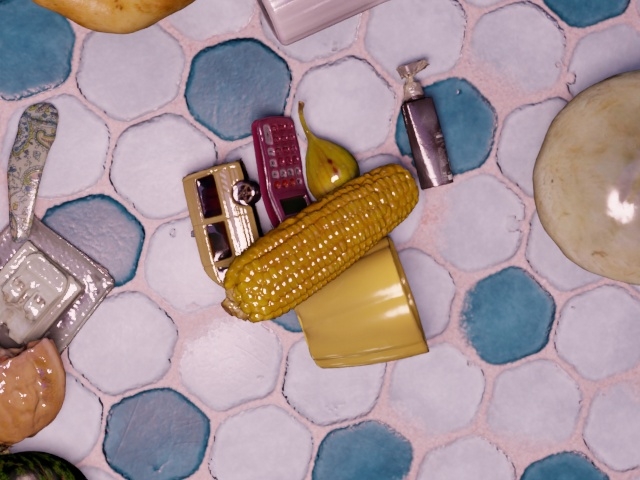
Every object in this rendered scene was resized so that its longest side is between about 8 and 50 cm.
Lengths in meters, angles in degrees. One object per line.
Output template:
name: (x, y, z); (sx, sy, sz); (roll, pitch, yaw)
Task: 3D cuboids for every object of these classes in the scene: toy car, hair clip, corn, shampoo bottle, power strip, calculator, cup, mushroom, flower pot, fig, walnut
toy car: (-0.137, 0.004, 1.633); (0.124, 0.101, 0.257); (-13, 93, 2)
hair clip: (-0.454, -0.109, 1.603); (0.066, 0.036, 0.229); (7, 81, 2)
corn: (0.000, 0.000, 1.553); (0.363, 0.120, 0.120); (-38, 96, -21)
shampoo bottle: (0.169, -0.189, 1.678); (0.063, 0.057, 0.208); (-15, 95, -5)
power strip: (-0.461, 0.086, 1.618); (0.198, 0.064, 0.213); (38, 89, -7)
calculator: (-0.060, -0.102, 1.632); (0.034, 0.126, 0.190); (-11, 92, 28)
cup: (-0.011, -0.425, 1.618); (0.202, 0.221, 0.167); (-27, 130, -2)
mushroom: (0.510, -0.100, 1.623); (0.352, 0.260, 0.352); (0, 89, 0)
flower pot: (0.059, 0.113, 1.625); (0.179, 0.195, 0.195); (-21, 95, 7)
fig: (0.014, -0.143, 1.653); (0.093, 0.093, 0.166); (-11, 88, -6)
walnut: (-0.517, 0.228, 1.565); (0.238, 0.141, 0.204); (17, 109, 7)

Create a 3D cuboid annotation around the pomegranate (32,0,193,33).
pomegranate: (-0.304, -0.466, 1.491); (0.332, 0.332, 0.332); (0, 93, -6)

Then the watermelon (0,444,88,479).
watermelon: (-0.462, 0.440, 1.543); (0.269, 0.269, 0.269); (0, 93, -6)
